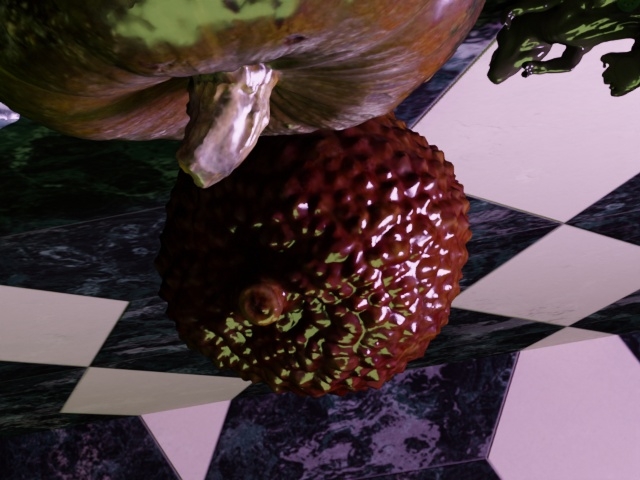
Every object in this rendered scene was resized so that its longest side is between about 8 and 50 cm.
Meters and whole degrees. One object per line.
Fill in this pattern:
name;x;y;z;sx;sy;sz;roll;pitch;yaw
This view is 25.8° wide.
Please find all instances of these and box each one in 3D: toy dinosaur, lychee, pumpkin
toy dinosaur;0.201;-0.165;0.925;0.187;0.087;0.179;0;-151;34
lychee;0.000;0.000;1.045;0.236;0.235;0.271;-15;-174;25
pumpkin;-0.048;-0.116;0.633;0.260;0.189;0.260;-6;164;-2

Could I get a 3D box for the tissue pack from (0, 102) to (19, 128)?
tissue pack;-0.334;-0.078;0.831;0.257;0.081;0.185;-20;161;33
